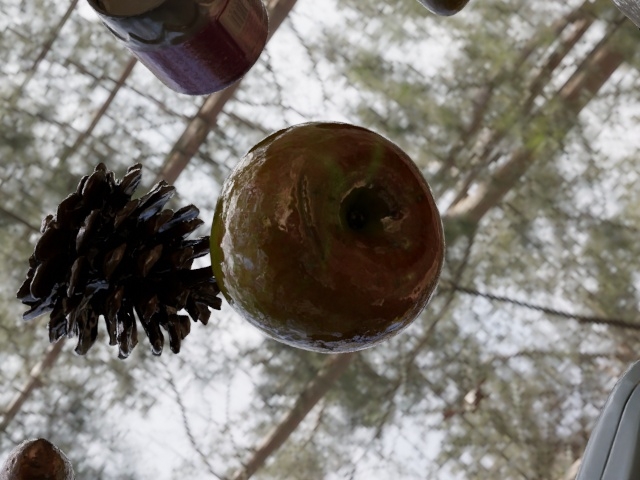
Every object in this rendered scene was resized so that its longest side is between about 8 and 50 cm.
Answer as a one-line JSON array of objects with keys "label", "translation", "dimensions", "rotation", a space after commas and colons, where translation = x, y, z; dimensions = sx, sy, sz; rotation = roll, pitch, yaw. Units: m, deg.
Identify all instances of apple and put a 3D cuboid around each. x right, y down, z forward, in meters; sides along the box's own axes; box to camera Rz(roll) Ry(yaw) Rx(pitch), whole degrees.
[{"label": "apple", "translation": [0.000, 0.000, 0.961], "dimensions": [0.196, 0.196, 0.196], "rotation": [32, -158, -15]}]

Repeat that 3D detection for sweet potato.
[{"label": "sweet potato", "translation": [-0.183, 0.181, 0.789], "dimensions": [0.050, 0.050, 0.214], "rotation": [45, 159, 17]}]

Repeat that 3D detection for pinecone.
[{"label": "pinecone", "translation": [-0.188, 0.030, 1.125], "dimensions": [0.208, 0.207, 0.207], "rotation": [32, -158, -15]}]

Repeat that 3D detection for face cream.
[{"label": "face cream", "translation": [-0.178, -0.298, 1.438], "dimensions": [0.175, 0.175, 0.195], "rotation": [52, -177, 31]}]

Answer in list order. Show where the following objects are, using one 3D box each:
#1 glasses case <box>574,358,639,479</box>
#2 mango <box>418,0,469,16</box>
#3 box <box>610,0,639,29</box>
[{"label": "glasses case", "translation": [0.142, 0.131, 0.515], "dimensions": [0.067, 0.178, 0.045], "rotation": [2, -161, -29]}, {"label": "mango", "translation": [0.096, -0.464, 1.457], "dimensions": [0.384, 0.199, 0.221], "rotation": [58, -170, -13]}, {"label": "box", "translation": [0.312, -0.212, 0.918], "dimensions": [0.203, 0.106, 0.252], "rotation": [48, -174, 9]}]
